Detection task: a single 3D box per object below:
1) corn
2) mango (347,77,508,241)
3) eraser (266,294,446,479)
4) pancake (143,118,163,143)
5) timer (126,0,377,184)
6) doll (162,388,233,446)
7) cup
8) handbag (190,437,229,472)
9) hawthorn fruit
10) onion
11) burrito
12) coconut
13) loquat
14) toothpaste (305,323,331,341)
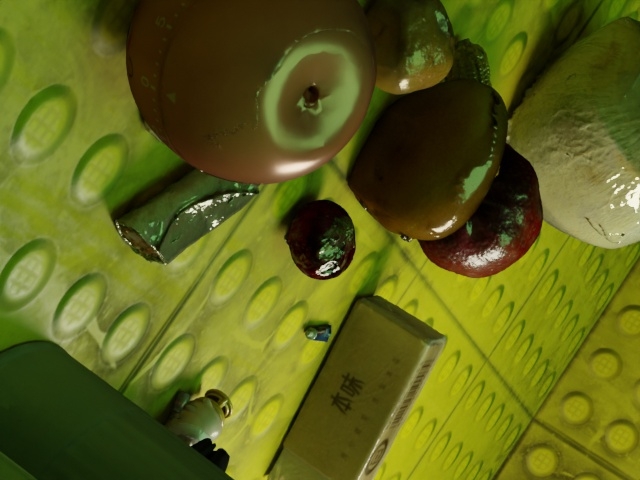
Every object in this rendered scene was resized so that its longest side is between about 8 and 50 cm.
[{"bbox_3d":[0.210,-0.178,2.086,0.068,0.068,0.207,-10,94,-61],"label":"corn"},{"bbox_3d":[0.164,-0.106,2.006,0.136,0.166,0.236,14,107,-47],"label":"mango"},{"bbox_3d":[0.053,0.263,2.323,0.343,0.144,0.078,-64,158,12],"label":"eraser"},{"bbox_3d":[-0.130,-0.165,1.559,0.151,0.025,0.151,-44,152,-31],"label":"pancake"},{"bbox_3d":[-0.067,-0.170,1.419,0.230,0.215,0.229,-21,125,-32],"label":"timer"},{"bbox_3d":[-0.172,0.236,1.945,0.127,0.073,0.084,-40,119,-44],"label":"doll"},{"bbox_3d":[-0.235,0.270,1.528,0.257,0.311,0.331,-43,153,-33],"label":"cup"},{"bbox_3d":[-0.242,0.398,1.877,0.288,0.152,0.342,-42,168,-45],"label":"handbag"},{"bbox_3d":[0.232,-0.046,2.231,0.215,0.215,0.250,-57,167,-1],"label":"hawthorn fruit"},{"bbox_3d":[0.000,0.000,1.956,0.107,0.097,0.107,0,90,-57],"label":"onion"},{"bbox_3d":[-0.134,-0.045,1.657,0.226,0.060,0.087,-39,146,-35],"label":"burrito"},{"bbox_3d":[0.496,-0.180,2.409,0.360,0.346,0.346,-30,-178,45],"label":"coconut"},{"bbox_3d":[0.106,-0.246,1.839,0.137,0.113,0.137,-17,126,-26],"label":"loquat"},{"bbox_3d":[-0.003,0.137,2.211,0.083,0.019,0.027,9,88,-66],"label":"toothpaste"}]
